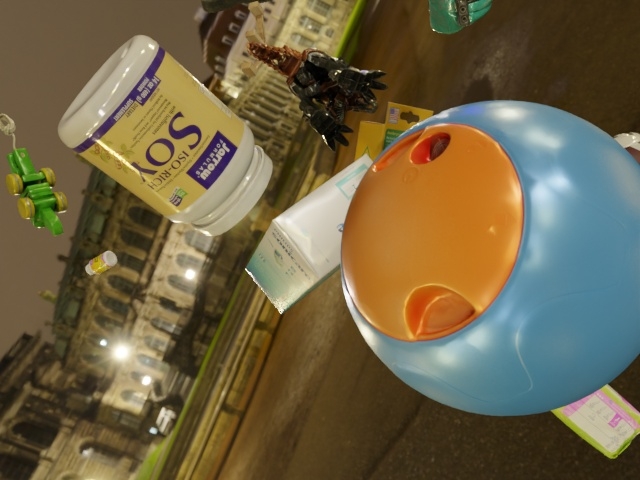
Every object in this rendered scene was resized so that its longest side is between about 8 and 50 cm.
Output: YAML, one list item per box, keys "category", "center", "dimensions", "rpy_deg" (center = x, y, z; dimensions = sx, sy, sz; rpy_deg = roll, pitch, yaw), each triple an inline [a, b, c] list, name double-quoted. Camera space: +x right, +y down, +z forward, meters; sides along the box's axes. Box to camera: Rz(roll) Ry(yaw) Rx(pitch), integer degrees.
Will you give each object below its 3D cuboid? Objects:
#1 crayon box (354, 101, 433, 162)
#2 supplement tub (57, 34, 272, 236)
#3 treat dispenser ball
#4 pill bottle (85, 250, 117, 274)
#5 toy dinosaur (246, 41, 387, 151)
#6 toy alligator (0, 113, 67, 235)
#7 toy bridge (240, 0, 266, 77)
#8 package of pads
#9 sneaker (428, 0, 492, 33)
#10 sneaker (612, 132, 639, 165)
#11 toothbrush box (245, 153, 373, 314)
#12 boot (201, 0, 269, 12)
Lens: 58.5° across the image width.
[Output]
- category: "crayon box"
  center: [0.178, -0.185, 1.472]
  dimensions: [0.083, 0.203, 0.322]
  rpy_deg: [19, 105, 41]
- category: "supplement tub"
  center: [-0.276, -0.182, 1.063]
  dimensions: [0.241, 0.331, 0.241]
  rpy_deg: [-33, 35, 27]
- category: "treat dispenser ball"
  center: [0.162, 0.015, 0.538]
  dimensions: [0.288, 0.288, 0.288]
  rpy_deg: [-156, 90, -83]
- category: "pill bottle"
  center: [-0.587, 0.063, 1.524]
  dimensions: [0.083, 0.043, 0.043]
  rpy_deg: [-26, 25, 21]
- category: "toy dinosaur"
  center: [-0.004, -0.299, 1.113]
  dimensions: [0.218, 0.322, 0.164]
  rpy_deg: [54, 140, 40]
- category: "toy alligator"
  center: [-0.404, -0.082, 0.787]
  dimensions: [0.056, 0.189, 0.051]
  rpy_deg: [-22, -12, -46]
- category: "toy bridge"
  center: [-0.144, -0.445, 1.282]
  dimensions: [0.063, 0.026, 0.188]
  rpy_deg: [42, -133, -58]
- category: "package of pads"
  center: [0.435, 0.245, 1.075]
  dimensions: [0.101, 0.296, 0.229]
  rpy_deg: [-49, 2, 8]
- category: "sneaker"
  center: [0.210, -0.465, 1.023]
  dimensions: [0.123, 0.296, 0.178]
  rpy_deg: [-123, 31, -45]
- category: "sneaker"
  center: [0.421, 0.010, 0.761]
  dimensions: [0.162, 0.107, 0.281]
  rpy_deg: [-131, 38, -57]
- category: "toothbrush box"
  center: [0.000, 0.000, 1.050]
  dimensions: [0.216, 0.126, 0.295]
  rpy_deg: [-37, -4, -23]
- category: "boot"
  center: [-0.182, -0.630, 1.308]
  dimensions: [0.083, 0.247, 0.161]
  rpy_deg: [-104, 0, -45]
